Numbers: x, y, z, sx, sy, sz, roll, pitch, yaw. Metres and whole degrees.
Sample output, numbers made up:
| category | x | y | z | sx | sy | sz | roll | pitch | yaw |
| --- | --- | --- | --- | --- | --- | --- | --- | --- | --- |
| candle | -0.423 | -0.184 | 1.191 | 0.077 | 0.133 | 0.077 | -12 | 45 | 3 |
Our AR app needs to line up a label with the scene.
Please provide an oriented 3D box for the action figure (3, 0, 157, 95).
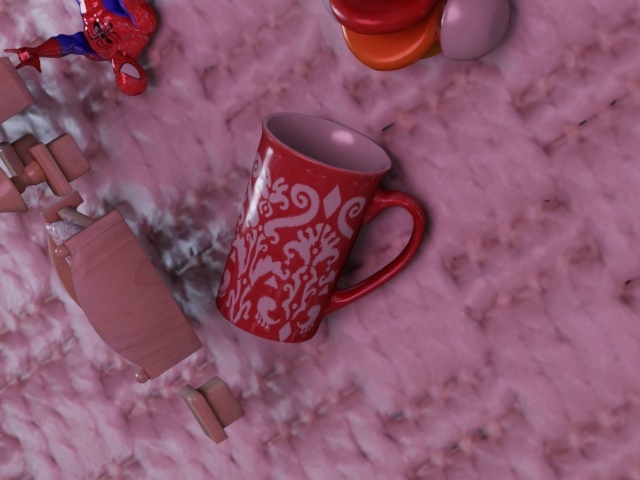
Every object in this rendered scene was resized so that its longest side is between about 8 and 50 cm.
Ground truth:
| category | x | y | z | sx | sy | sz | roll | pitch | yaw |
| --- | --- | --- | --- | --- | --- | --- | --- | --- | --- |
| action figure | -0.235 | -0.252 | 1.653 | 0.091 | 0.139 | 0.280 | -28 | 84 | 30 |

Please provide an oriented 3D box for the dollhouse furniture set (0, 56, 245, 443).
| category | x | y | z | sx | sy | sz | roll | pitch | yaw |
| --- | --- | --- | --- | --- | --- | --- | --- | --- | --- |
| dollhouse furniture set | -0.259 | 0.036 | 1.638 | 0.174 | 0.303 | 0.355 | -33 | 103 | -11 |

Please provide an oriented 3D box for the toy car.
| category | x | y | z | sx | sy | sz | roll | pitch | yaw |
| --- | --- | --- | --- | --- | --- | --- | --- | --- | --- |
| toy car | 0.061 | -0.220 | 1.471 | 0.159 | 0.136 | 0.182 | 19 | 119 | 27 |

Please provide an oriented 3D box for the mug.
| category | x | y | z | sx | sy | sz | roll | pitch | yaw |
| --- | --- | --- | --- | --- | --- | --- | --- | --- | --- |
| mug | -0.007 | 0.000 | 1.565 | 0.150 | 0.113 | 0.169 | 31 | 114 | 25 |
